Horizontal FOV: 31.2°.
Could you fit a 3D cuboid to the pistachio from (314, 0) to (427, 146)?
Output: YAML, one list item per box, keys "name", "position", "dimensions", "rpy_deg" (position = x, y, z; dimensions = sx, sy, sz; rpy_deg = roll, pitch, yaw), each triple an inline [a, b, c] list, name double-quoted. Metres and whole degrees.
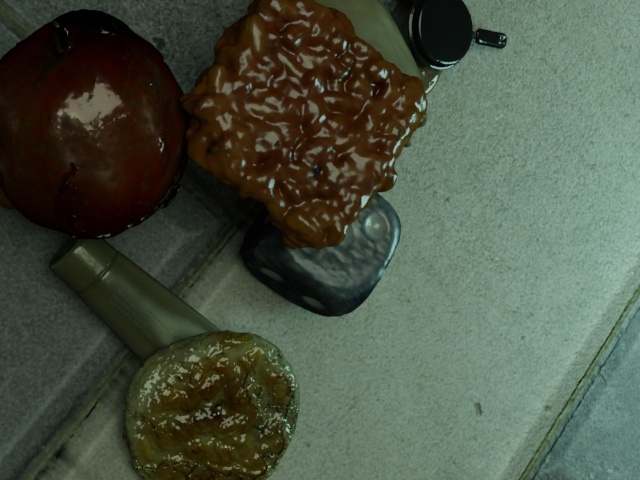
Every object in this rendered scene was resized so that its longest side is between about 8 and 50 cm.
- name: "pistachio"
  position: [0.040, -0.280, 1.777]
  dimensions: [0.208, 0.226, 0.332]
  rpy_deg: [-41, 98, -7]

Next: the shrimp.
- name: "shrimp"
  position: [0.160, -0.344, 1.934]
  dimensions: [0.152, 0.046, 0.219]
  rpy_deg: [39, 70, -18]

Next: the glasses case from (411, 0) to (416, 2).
- name: "glasses case"
  position: [0.096, -0.529, 1.910]
  dimensions: [0.316, 0.076, 0.123]
  rpy_deg: [44, 64, -10]

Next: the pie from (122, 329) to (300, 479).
- name: "pie"
  position: [-0.158, 0.255, 1.675]
  dimensions: [0.274, 0.055, 0.274]
  rpy_deg: [-5, 103, -21]

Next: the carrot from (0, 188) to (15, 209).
- name: "carrot"
  position: [-0.486, -0.108, 1.608]
  dimensions: [0.186, 0.060, 0.060]
  rpy_deg: [36, 70, -18]

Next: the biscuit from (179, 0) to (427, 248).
- name: "biscuit"
  position: [-0.023, -0.174, 1.587]
  dimensions: [0.312, 0.110, 0.318]
  rpy_deg: [38, 77, -19]

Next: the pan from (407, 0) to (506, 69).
- name: "pan"
  position: [0.242, -0.352, 1.936]
  dimensions: [0.235, 0.028, 0.136]
  rpy_deg: [0, 94, -39]

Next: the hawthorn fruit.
- name: "hawthorn fruit"
  position: [-0.317, -0.161, 1.567]
  dimensions: [0.316, 0.316, 0.316]
  rpy_deg: [3, 82, -24]

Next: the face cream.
- name: "face cream"
  position: [-0.245, 0.120, 1.678]
  dimensions: [0.341, 0.084, 0.137]
  rpy_deg: [45, 65, -20]

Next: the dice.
- name: "dice"
  position: [0.000, 0.000, 1.739]
  dimensions: [0.183, 0.181, 0.182]
  rpy_deg: [36, 73, -13]
